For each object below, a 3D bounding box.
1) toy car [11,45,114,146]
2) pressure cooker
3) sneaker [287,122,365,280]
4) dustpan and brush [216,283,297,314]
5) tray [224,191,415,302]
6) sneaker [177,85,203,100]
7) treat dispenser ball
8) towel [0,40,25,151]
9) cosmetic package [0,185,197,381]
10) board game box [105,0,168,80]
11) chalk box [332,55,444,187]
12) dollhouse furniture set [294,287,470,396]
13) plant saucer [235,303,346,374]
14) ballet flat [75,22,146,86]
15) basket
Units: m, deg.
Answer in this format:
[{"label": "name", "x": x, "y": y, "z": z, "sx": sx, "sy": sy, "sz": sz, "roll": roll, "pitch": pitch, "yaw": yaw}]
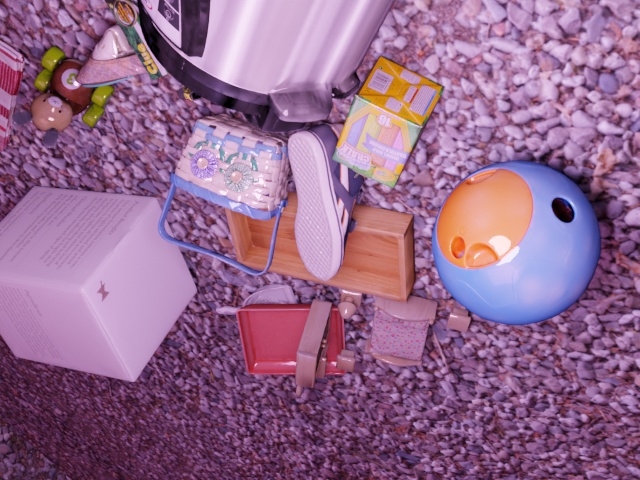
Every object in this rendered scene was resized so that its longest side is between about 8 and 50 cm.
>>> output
[{"label": "toy car", "x": -0.560, "y": -0.284, "z": 1.775, "sx": 0.155, "sy": 0.188, "sz": 0.149, "roll": 36, "pitch": 140, "yaw": -8}, {"label": "pressure cooker", "x": -0.069, "y": -0.384, "z": 1.216, "sx": 0.375, "sy": 0.370, "sz": 0.420, "roll": 29, "pitch": 141, "yaw": -3}, {"label": "sneaker", "x": 0.024, "y": -0.077, "z": 1.656, "sx": 0.126, "sy": 0.127, "sz": 0.321, "roll": 26, "pitch": 131, "yaw": 40}, {"label": "dustpan and brush", "x": -0.162, "y": 0.170, "z": 2.114, "sx": 0.211, "sy": 0.060, "sz": 0.147, "roll": 5, "pitch": 134, "yaw": 26}, {"label": "tray", "x": 0.000, "y": 0.000, "z": 1.835, "sx": 0.410, "sy": 0.076, "sz": 0.203, "roll": 13, "pitch": 137, "yaw": 20}, {"label": "sneaker", "x": -0.262, "y": -0.299, "z": 1.705, "sx": 0.083, "sy": 0.035, "sz": 0.031, "roll": -6, "pitch": 128, "yaw": 35}, {"label": "treat dispenser ball", "x": 0.339, "y": 0.004, "z": 1.473, "sx": 0.288, "sy": 0.288, "sz": 0.288, "roll": 16, "pitch": 138, "yaw": 15}, {"label": "towel", "x": -0.806, "y": -0.377, "z": 1.945, "sx": 0.237, "sy": 0.037, "sz": 0.329, "roll": 34, "pitch": 138, "yaw": -2}, {"label": "cosmetic package", "x": -0.589, "y": 0.098, "z": 2.081, "sx": 0.393, "sy": 0.329, "sz": 0.328, "roll": 7, "pitch": 134, "yaw": 25}, {"label": "board game box", "x": -0.319, "y": -0.424, "z": 1.508, "sx": 0.136, "sy": 0.030, "sz": 0.260, "roll": -14, "pitch": 116, "yaw": 33}, {"label": "chalk box", "x": 0.113, "y": -0.194, "z": 1.521, "sx": 0.132, "sy": 0.132, "sz": 0.213, "roll": 26, "pitch": 141, "yaw": 4}, {"label": "dollhouse furniture set", "x": 0.132, "y": 0.276, "z": 1.920, "sx": 0.355, "sy": 0.174, "sz": 0.303, "roll": 12, "pitch": 136, "yaw": 7}, {"label": "plant saucer", "x": -0.067, "y": 0.240, "z": 2.093, "sx": 0.258, "sy": 0.048, "sz": 0.259, "roll": 0, "pitch": 134, "yaw": 4}, {"label": "ballet flat", "x": -0.356, "y": -0.375, "z": 1.640, "sx": 0.315, "sy": 0.108, "sz": 0.106, "roll": -4, "pitch": 126, "yaw": 20}, {"label": "basket", "x": -0.191, "y": -0.097, "z": 1.704, "sx": 0.254, "sy": 0.201, "sz": 0.289, "roll": 19, "pitch": 111, "yaw": 10}]
